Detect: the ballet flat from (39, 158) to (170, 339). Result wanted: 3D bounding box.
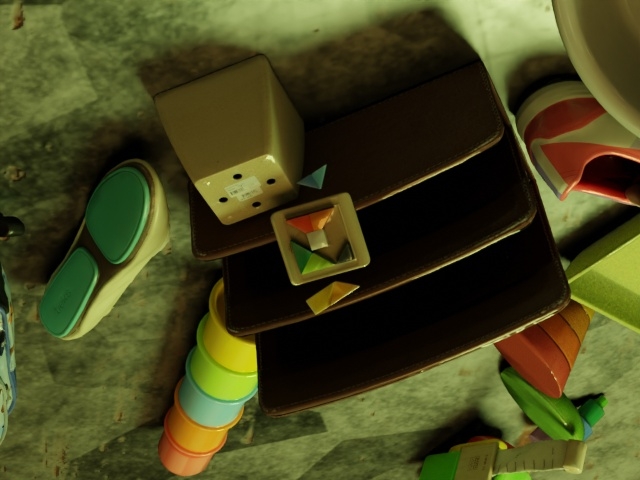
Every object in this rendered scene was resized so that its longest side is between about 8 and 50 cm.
[{"bbox_3d":[-0.192,0.004,1.468,0.086,0.086,0.248,12,139,-30],"label":"ballet flat"}]

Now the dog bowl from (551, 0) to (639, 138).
[{"bbox_3d":[0.329,-0.206,1.139,0.348,0.102,0.349,9,115,20],"label":"dog bowl"}]

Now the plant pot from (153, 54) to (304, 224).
[{"bbox_3d":[-0.072,-0.079,1.365,0.109,0.096,0.109,-20,144,9],"label":"plant pot"}]

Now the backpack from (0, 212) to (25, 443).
[{"bbox_3d":[-0.400,0.120,1.451,0.276,0.213,0.263,-9,155,-11],"label":"backpack"}]

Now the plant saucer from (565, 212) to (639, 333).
[{"bbox_3d":[0.377,0.017,1.684,0.188,0.045,0.188,-36,139,28],"label":"plant saucer"}]

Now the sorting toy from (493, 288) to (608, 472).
[{"bbox_3d":[0.295,0.153,1.822,0.126,0.127,0.365,-42,148,-11],"label":"sorting toy"}]

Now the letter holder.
[{"bbox_3d":[0.049,0.005,1.392,0.301,0.214,0.152,-22,128,11],"label":"letter holder"}]

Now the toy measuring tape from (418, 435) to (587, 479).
[{"bbox_3d":[0.243,0.296,1.906,0.121,0.121,0.330,12,162,-31],"label":"toy measuring tape"}]

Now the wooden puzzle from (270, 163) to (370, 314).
[{"bbox_3d":[0.000,0.000,1.330,0.078,0.116,0.014,-23,-175,12],"label":"wooden puzzle"}]

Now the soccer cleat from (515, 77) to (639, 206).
[{"bbox_3d":[0.339,-0.076,1.483,0.318,0.116,0.109,5,141,-24],"label":"soccer cleat"}]

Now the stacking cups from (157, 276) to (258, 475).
[{"bbox_3d":[-0.107,0.162,1.682,0.096,0.096,0.316,1,143,-19],"label":"stacking cups"}]
